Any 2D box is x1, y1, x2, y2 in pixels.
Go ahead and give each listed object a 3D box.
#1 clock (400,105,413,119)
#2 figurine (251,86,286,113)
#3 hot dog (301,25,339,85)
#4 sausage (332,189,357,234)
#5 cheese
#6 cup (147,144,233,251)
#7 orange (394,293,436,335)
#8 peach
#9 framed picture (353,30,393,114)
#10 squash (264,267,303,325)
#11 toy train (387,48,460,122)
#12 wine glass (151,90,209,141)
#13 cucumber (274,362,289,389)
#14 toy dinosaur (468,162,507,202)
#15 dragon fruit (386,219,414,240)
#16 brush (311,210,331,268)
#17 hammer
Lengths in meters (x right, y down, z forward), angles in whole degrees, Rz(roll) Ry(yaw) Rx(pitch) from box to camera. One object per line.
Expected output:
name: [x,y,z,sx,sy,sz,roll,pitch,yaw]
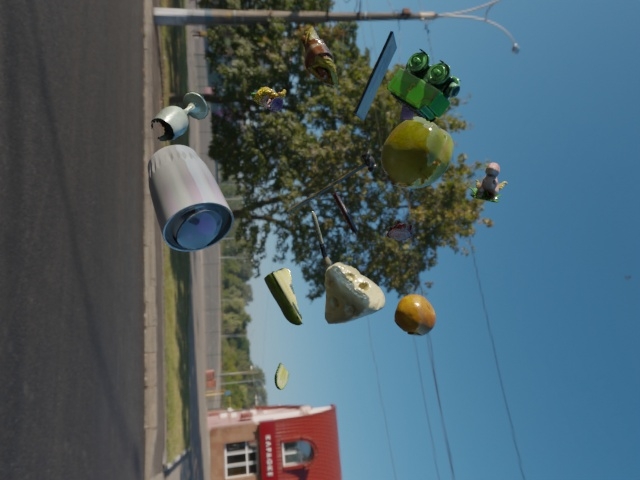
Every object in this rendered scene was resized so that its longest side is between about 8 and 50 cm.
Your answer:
clock: [0.358,-0.562,1.850,0.110,0.050,0.152,-66,166,-56]
figurine: [-0.219,-0.620,1.985,0.156,0.115,0.095,34,-15,38]
hot dog: [-0.016,-0.675,1.721,0.261,0.093,0.123,62,-17,21]
sausage: [0.097,-0.110,1.826,0.198,0.025,0.028,63,-1,1]
cheese: [0.133,0.217,1.888,0.173,0.248,0.251,-22,108,-56]
cup: [-0.492,-0.162,1.716,0.253,0.253,0.371,102,-34,-51]
orange: [0.334,0.267,1.647,0.134,0.155,0.154,-31,-129,29]
peach: [0.425,-0.392,2.069,0.315,0.281,0.314,-37,-152,24]
framed picture: [0.232,-0.668,1.920,0.338,0.014,0.255,-65,172,12]
squash: [-0.143,0.249,1.985,0.252,0.093,0.169,59,18,4]
toy train: [0.371,-0.549,1.653,0.243,0.132,0.188,45,-73,35]
wine glass: [-0.642,-0.566,2.116,0.321,0.143,0.143,-61,162,-51]
cucumber: [-0.161,0.540,1.813,0.067,0.035,0.107,58,22,-18]
toy dinosaur: [0.773,-0.276,2.154,0.194,0.152,0.177,-12,116,-57]
dragon fruit: [0.363,-0.049,2.122,0.112,0.126,0.068,83,11,-58]
brush: [0.000,0.000,2.196,0.042,0.039,0.299,-46,124,-59]
hammer: [0.027,-0.157,1.322,0.058,0.292,0.029,58,3,-23]
